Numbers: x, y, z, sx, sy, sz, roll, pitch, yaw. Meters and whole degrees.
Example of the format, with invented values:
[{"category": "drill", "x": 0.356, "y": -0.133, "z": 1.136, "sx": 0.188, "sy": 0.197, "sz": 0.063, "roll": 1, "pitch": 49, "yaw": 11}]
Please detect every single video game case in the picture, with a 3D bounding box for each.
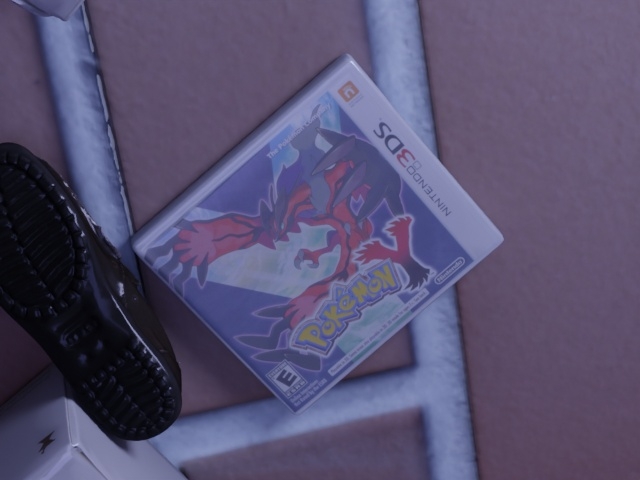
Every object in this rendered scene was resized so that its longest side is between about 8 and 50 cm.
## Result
[{"category": "video game case", "x": 0.000, "y": 0.000, "z": 1.096, "sx": 0.201, "sy": 0.023, "sz": 0.183, "roll": -41, "pitch": 112, "yaw": 5}]

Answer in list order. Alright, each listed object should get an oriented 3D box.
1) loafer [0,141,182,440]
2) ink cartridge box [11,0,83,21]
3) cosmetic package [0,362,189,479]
[{"category": "loafer", "x": -0.167, "y": 0.034, "z": 1.050, "sx": 0.080, "sy": 0.078, "sz": 0.220, "roll": -28, "pitch": 97, "yaw": 10}, {"category": "ink cartridge box", "x": -0.136, "y": -0.357, "z": 0.799, "sx": 0.285, "sy": 0.166, "sz": 0.395, "roll": 34, "pitch": 120, "yaw": -18}, {"category": "cosmetic package", "x": -0.130, "y": 0.287, "z": 1.104, "sx": 0.197, "sy": 0.155, "sz": 0.365, "roll": -38, "pitch": 112, "yaw": 4}]
